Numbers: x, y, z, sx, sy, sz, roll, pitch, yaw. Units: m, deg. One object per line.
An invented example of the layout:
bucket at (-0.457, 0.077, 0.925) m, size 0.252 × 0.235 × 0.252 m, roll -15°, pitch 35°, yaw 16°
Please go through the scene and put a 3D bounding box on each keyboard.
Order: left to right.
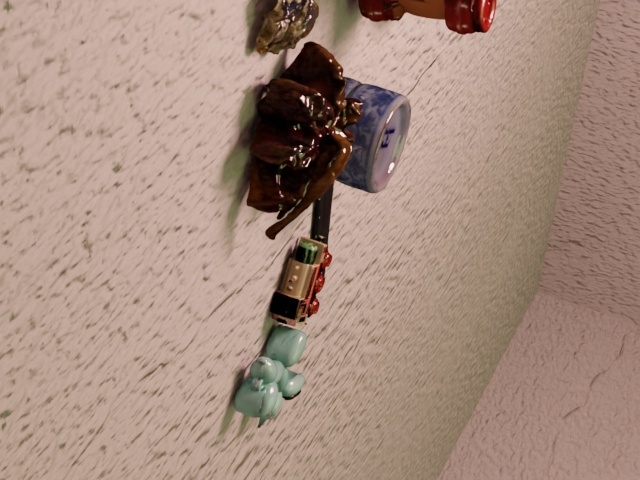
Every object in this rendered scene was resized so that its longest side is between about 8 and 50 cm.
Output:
keyboard at (0.000, 0.000, 2.087) m, size 0.064 × 0.010 × 0.198 m, roll -53°, pitch 156°, yaw -49°

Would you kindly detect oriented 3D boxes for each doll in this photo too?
doll at (-0.072, 0.203, 1.991) m, size 0.159 × 0.059 × 0.158 m, roll 93°, pitch 23°, yaw -46°

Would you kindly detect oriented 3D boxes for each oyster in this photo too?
oyster at (-0.031, -0.271, 1.638) m, size 0.148 × 0.051 × 0.103 m, roll -61°, pitch 171°, yaw -62°

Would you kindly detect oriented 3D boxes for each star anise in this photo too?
star anise at (-0.013, -0.131, 1.724) m, size 0.220 × 0.125 × 0.190 m, roll 85°, pitch 25°, yaw -47°

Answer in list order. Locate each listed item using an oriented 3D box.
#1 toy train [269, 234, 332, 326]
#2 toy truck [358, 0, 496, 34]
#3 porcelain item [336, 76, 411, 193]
toy train at (-0.027, 0.058, 1.997) m, size 0.087 × 0.050 × 0.138 m, roll -4°, pitch 112°, yaw -68°
toy truck at (0.147, -0.421, 1.813) m, size 0.265 × 0.189 × 0.239 m, roll 45°, pitch 59°, yaw -65°
porcelain item at (0.050, -0.150, 1.906) m, size 0.147 × 0.114 × 0.147 m, roll -57°, pitch 160°, yaw -35°
